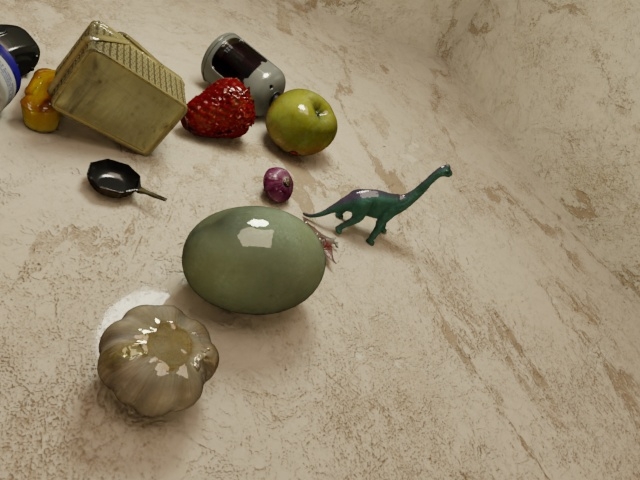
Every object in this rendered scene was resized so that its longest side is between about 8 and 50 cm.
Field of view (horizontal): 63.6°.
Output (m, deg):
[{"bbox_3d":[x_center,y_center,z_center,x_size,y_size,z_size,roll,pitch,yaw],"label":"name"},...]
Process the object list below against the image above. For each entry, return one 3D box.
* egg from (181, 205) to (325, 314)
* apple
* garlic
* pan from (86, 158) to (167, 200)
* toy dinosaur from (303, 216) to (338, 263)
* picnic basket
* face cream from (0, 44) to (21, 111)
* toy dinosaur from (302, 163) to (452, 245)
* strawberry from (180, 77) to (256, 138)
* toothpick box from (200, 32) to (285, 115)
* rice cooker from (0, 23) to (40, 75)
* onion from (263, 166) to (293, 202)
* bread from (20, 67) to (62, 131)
[{"bbox_3d":[-0.151,0.046,1.227,0.352,0.259,0.259,-2,48,-29],"label":"egg"},{"bbox_3d":[-0.066,-0.425,1.852,0.260,0.194,0.261,21,56,-35],"label":"apple"},{"bbox_3d":[-0.314,0.228,0.992,0.227,0.152,0.228,26,34,-19],"label":"garlic"},{"bbox_3d":[-0.519,-0.134,1.350,0.202,0.048,0.128,41,39,15],"label":"pan"},{"bbox_3d":[0.001,-0.001,1.574,0.108,0.032,0.220,-3,39,-32],"label":"toy dinosaur"},{"bbox_3d":[-0.559,-0.425,1.441,0.312,0.228,0.175,28,32,-42],"label":"picnic basket"},{"bbox_3d":[-0.878,-0.411,1.291,0.205,0.206,0.111,18,44,-17],"label":"face cream"},{"bbox_3d":[0.183,-0.154,1.624,0.383,0.331,0.129,14,38,-25],"label":"toy dinosaur"},{"bbox_3d":[-0.342,-0.422,1.699,0.244,0.205,0.205,-23,61,-28],"label":"strawberry"},{"bbox_3d":[-0.269,-0.600,1.944,0.316,0.229,0.229,40,37,8],"label":"toothpick box"},{"bbox_3d":[-0.903,-0.534,1.472,0.118,0.142,0.203,44,40,-3],"label":"rice cooker"},{"bbox_3d":[-0.139,-0.175,1.632,0.104,0.115,0.115,-3,22,33],"label":"onion"},{"bbox_3d":[-0.772,-0.406,1.456,0.101,0.094,0.246,9,42,-18],"label":"bread"}]
